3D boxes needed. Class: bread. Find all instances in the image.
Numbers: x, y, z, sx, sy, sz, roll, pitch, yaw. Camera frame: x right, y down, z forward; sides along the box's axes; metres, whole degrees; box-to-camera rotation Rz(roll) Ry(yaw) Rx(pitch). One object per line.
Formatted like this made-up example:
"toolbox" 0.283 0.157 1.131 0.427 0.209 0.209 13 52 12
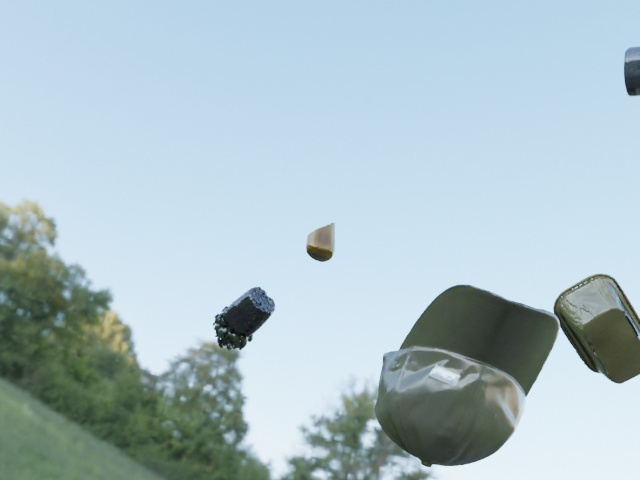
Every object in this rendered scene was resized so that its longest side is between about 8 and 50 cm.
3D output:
"bread" -0.001 -0.001 1.689 0.062 0.103 0.049 13 -47 -11

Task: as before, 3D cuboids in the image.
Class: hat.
"hat" 0.150 0.143 0.801 0.166 0.144 0.173 19 -31 0

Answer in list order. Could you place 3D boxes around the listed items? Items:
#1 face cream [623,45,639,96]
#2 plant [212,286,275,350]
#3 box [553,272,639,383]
"face cream" 0.567 -0.244 1.095 0.283 0.073 0.073 2 -26 34
"plant" -0.159 0.162 1.631 0.092 0.094 0.143 44 -63 -3
"box" 0.432 0.135 1.212 0.111 0.111 0.177 -13 -58 43
